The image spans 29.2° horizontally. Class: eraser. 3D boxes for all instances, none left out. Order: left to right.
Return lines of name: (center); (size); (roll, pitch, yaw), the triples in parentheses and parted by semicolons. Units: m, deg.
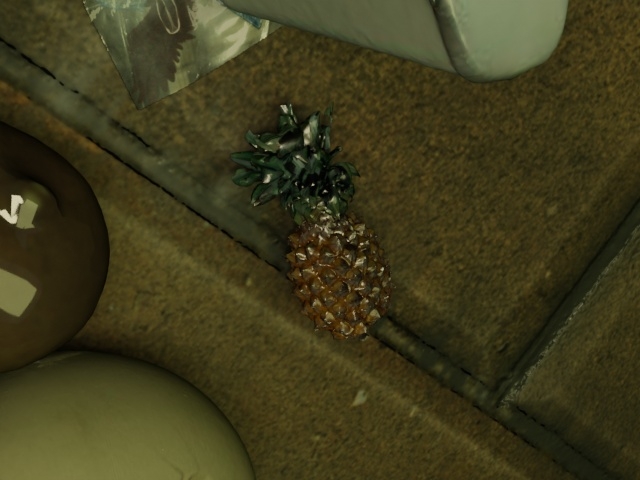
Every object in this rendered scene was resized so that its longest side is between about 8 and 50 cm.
eraser: (0.019, -0.212, 0.737); (0.104, 0.290, 0.189); (-23, 118, -24)

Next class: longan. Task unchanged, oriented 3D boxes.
longan: (-0.228, 0.002, 0.769); (0.189, 0.189, 0.189); (-17, 122, -28)

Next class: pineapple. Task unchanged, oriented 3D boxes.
pineapple: (-0.001, -0.001, 0.985); (0.103, 0.083, 0.221); (-33, 126, -18)

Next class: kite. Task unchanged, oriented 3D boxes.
kite: (-0.030, -0.224, 0.891); (0.310, 0.015, 0.169); (-29, 127, -19)

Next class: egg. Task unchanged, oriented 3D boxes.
egg: (-0.164, 0.188, 0.879); (0.269, 0.219, 0.219); (14, 105, -53)
